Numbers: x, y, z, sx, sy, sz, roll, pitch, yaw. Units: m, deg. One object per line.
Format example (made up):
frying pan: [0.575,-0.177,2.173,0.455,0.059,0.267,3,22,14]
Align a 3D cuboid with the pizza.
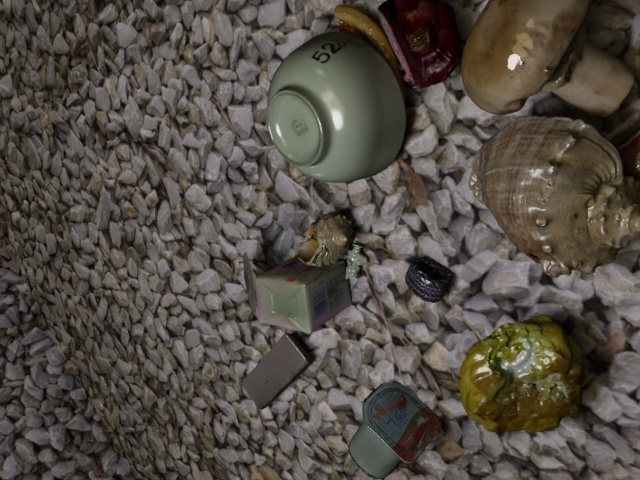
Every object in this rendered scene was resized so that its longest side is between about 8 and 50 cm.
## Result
pizza: [0.107,-0.422,1.289,0.134,0.056,0.271,-24,91,38]

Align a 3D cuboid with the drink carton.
drink carton: [0.177,0.507,1.485,0.191,0.185,0.190,39,135,18]

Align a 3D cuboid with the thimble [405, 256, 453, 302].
thimble: [0.252,0.093,1.329,0.104,0.095,0.066,26,122,11]

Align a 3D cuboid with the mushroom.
mushroom: [0.407,-0.326,0.984,0.289,0.292,0.293,33,124,3]

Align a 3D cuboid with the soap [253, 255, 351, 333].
soap: [-0.047,0.136,1.498,0.182,0.199,0.139,4,110,36]

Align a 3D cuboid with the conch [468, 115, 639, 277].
conch: [0.418,-0.075,1.052,0.352,0.210,0.297,5,130,37]

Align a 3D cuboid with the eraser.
eraser: [-0.135,0.407,1.732,0.111,0.077,0.352,50,128,15]

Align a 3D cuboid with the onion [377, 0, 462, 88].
onion: [0.206,-0.406,1.121,0.139,0.218,0.195,-18,101,8]

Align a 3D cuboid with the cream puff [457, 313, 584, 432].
cream puff: [0.422,0.274,1.207,0.281,0.185,0.282,3,118,5]

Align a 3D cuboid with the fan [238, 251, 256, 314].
fan: [-0.216,0.103,1.608,0.310,0.010,0.182,-144,48,-70]

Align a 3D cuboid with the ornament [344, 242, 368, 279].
ornament: [0.090,0.052,1.470,0.068,0.041,0.093,-9,89,34]

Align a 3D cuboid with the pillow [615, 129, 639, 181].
pillow: [0.629,-0.153,0.983,0.171,0.075,0.179,46,125,16]

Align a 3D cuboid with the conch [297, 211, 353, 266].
conch: [0.000,0.000,1.456,0.207,0.155,0.130,7,130,54]

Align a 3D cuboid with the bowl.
bowl: [0.000,-0.280,1.290,0.353,0.185,0.354,25,130,33]
